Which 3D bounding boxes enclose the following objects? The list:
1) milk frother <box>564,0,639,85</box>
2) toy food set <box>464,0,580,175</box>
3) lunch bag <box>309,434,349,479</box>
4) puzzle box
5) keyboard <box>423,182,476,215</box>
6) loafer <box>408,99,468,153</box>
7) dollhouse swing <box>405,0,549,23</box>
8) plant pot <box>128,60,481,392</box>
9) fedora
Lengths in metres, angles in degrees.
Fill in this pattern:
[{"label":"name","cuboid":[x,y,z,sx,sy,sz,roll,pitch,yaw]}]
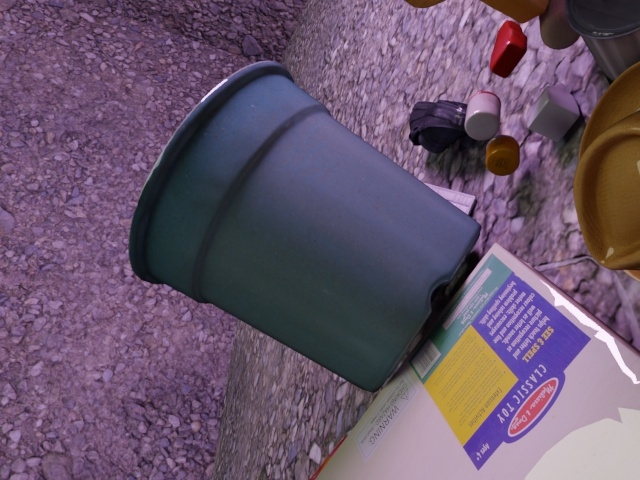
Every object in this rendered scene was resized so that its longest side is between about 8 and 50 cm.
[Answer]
[{"label":"milk frother","cuboid":[0.283,-0.196,0.458,0.129,0.135,0.143,-8,68,39]},{"label":"toy food set","cuboid":[0.244,-0.194,0.649,0.104,0.111,0.232,-69,4,-46]},{"label":"lunch bag","cuboid":[0.049,0.430,0.741,0.258,0.120,0.293,-106,36,-52]},{"label":"puzzle box","cuboid":[0.129,0.228,0.541,0.408,0.052,0.272,-56,26,14]},{"label":"keyboard","cuboid":[0.173,-0.054,0.920,0.256,0.014,0.072,-139,65,-72]},{"label":"loafer","cuboid":[0.188,-0.171,0.875,0.223,0.076,0.078,-126,47,-75]},{"label":"dollhouse swing","cuboid":[0.160,-0.391,0.437,0.315,0.305,0.346,-26,69,59]},{"label":"plant pot","cuboid":[0.000,0.000,0.748,0.341,0.334,0.341,-55,-11,-16]},{"label":"fedora","cuboid":[0.245,-0.036,0.420,0.194,0.079,0.194,50,151,42]}]
